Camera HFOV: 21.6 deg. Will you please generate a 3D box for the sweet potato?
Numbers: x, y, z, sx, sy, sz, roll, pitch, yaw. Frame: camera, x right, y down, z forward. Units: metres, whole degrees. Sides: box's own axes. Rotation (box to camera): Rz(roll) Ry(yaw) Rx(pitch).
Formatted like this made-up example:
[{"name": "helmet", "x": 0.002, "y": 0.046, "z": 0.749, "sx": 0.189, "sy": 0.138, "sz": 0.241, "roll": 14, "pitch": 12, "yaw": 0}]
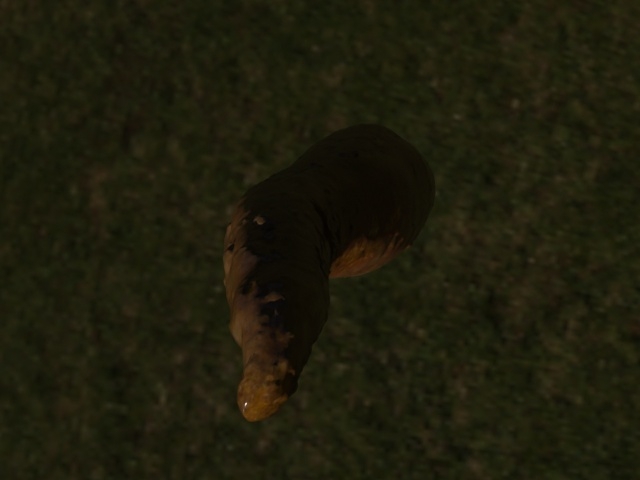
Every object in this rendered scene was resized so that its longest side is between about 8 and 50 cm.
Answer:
[{"name": "sweet potato", "x": 0.000, "y": 0.000, "z": 0.518, "sx": 0.050, "sy": 0.214, "sz": 0.050, "roll": 3, "pitch": 104, "yaw": 13}]
